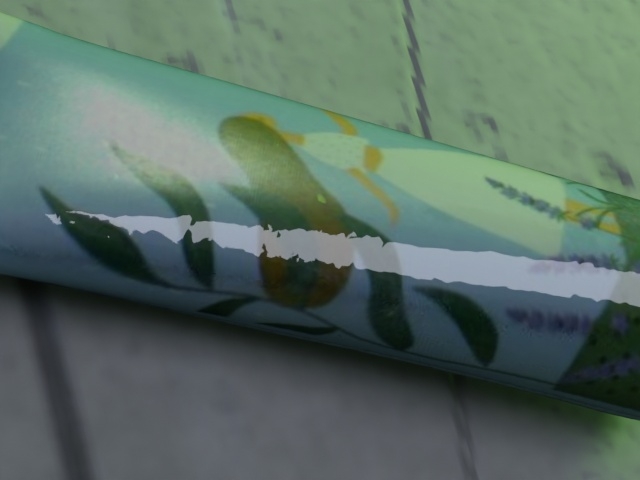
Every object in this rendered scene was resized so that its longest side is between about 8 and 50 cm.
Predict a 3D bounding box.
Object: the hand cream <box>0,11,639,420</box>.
[{"bbox_3d":[0.000,0.000,0.410,0.256,0.055,0.088,14,57,-3],"label":"hand cream"}]
